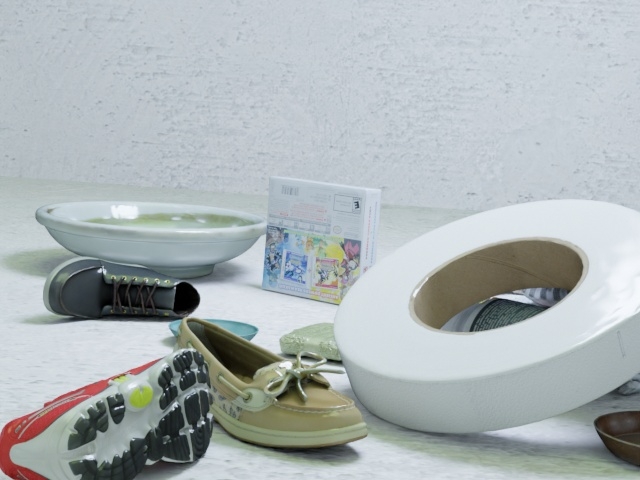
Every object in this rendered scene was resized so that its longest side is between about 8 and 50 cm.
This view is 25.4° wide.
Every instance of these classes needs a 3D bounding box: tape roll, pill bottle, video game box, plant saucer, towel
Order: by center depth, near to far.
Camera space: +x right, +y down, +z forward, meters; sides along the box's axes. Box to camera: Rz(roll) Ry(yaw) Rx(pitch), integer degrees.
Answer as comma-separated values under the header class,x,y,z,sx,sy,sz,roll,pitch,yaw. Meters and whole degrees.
class,x,y,z,sx,sy,sz,roll,pitch,yaw
plant saucer,0.362,0.207,1.445,0.168,0.029,0.168,4,7,-1
tape roll,0.207,0.075,1.587,0.392,0.072,0.392,-16,24,7
pill bottle,0.231,0.126,1.697,0.108,0.108,0.180,-3,10,-39
towel,0.019,0.133,1.855,0.110,0.027,0.148,8,7,23
plant saucer,-0.141,0.124,1.868,0.119,0.021,0.119,4,8,-1
video game box,0.000,0.000,2.252,0.205,0.187,0.048,10,6,40
plant saucer,-0.288,0.001,2.438,0.400,0.100,0.400,4,8,-1

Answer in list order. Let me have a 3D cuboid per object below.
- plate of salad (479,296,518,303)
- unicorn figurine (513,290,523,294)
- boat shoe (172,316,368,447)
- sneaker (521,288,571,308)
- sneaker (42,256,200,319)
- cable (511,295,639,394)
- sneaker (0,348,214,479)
class,x,y,z,sx,sy,sz,roll,pitch,yaw
plate of salad,0.219,0.096,2.151,0.200,0.048,0.200,3,7,0
unicorn figurine,0.314,0.062,2.430,0.162,0.060,0.111,1,16,-39
boat shoe,-0.065,0.147,1.460,0.104,0.089,0.285,-3,10,-45
sneaker,0.367,0.061,1.736,0.281,0.105,0.115,4,-28,47
sneaker,-0.274,0.069,1.985,0.118,0.083,0.222,10,9,37
cable,0.353,0.123,1.841,0.257,0.089,0.257,11,10,43
sneaker,-0.190,0.159,1.291,0.118,0.107,0.279,-3,2,25
